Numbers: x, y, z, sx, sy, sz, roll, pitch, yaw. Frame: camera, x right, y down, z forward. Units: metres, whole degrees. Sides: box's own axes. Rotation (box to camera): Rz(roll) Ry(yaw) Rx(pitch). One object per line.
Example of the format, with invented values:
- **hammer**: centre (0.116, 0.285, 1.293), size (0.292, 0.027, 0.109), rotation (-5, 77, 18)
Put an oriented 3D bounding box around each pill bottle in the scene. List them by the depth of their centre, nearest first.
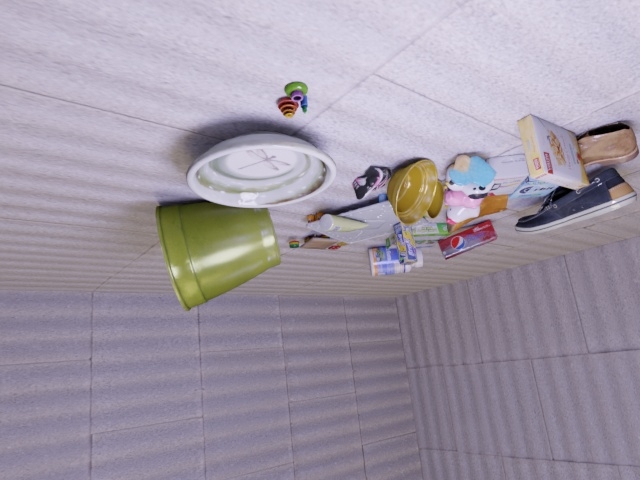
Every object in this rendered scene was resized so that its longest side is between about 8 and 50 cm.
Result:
- **pill bottle**: centre (0.394, 0.100, 2.423), size (0.271, 0.153, 0.152), rotation (-8, 164, 2)

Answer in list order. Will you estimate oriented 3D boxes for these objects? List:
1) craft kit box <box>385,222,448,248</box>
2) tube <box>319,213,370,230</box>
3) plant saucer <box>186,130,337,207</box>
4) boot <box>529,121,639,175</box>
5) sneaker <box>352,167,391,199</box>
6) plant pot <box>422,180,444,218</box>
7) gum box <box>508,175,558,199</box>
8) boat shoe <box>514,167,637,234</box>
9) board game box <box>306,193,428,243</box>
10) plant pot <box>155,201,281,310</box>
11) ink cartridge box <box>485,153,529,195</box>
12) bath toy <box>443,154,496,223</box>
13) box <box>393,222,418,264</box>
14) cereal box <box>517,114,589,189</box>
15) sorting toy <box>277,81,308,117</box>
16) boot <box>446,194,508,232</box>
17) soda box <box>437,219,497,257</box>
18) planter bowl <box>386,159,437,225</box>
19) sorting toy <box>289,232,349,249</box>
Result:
- **craft kit box**: centre (0.471, -0.019, 2.215), size (0.249, 0.061, 0.247), rotation (-3, 166, -13)
- **tube**: centre (0.089, -0.059, 1.748), size (0.070, 0.062, 0.240), rotation (36, -163, 34)
- **plant saucer**: centre (-0.158, -0.202, 1.246), size (0.399, 0.101, 0.400), rotation (-6, 163, -2)
- **boot**: centre (0.781, -0.279, 1.403), size (0.305, 0.112, 0.115), rotation (-12, 134, 34)
- **sneaker**: centre (0.172, -0.184, 1.501), size (0.077, 0.072, 0.178), rotation (-11, 173, -26)
- **plant pot**: centre (0.363, -0.149, 1.620), size (0.095, 0.134, 0.134), rotation (13, 179, 38)
- **gum box**: centre (0.800, -0.208, 1.698), size (0.156, 0.041, 0.184), rotation (-5, 164, -4)
- **boat shoe**: centre (0.955, -0.141, 1.786), size (0.186, 0.156, 0.500), rotation (-20, 174, -23)
- **board game box**: centre (0.199, -0.085, 1.886), size (0.389, 0.051, 0.390), rotation (-15, 162, 27)
- **plant pot**: centre (-0.330, 0.016, 1.575), size (0.352, 0.367, 0.366), rotation (-15, 166, -9)
- **ink cartridge box**: centre (0.603, -0.214, 1.544), size (0.127, 0.073, 0.175), rotation (-6, 165, 3)
- **bath toy**: centre (0.477, -0.156, 1.548), size (0.129, 0.151, 0.348), rotation (-41, 158, -6)
- **box**: centre (0.348, 0.013, 1.882), size (0.059, 0.169, 0.054), rotation (3, 161, -30)
- **cereal box**: centre (0.652, -0.242, 1.283), size (0.240, 0.173, 0.047), rotation (4, 161, -36)
- **sorting toy**: centre (-0.056, -0.306, 1.025), size (0.061, 0.042, 0.102), rotation (1, 162, -24)
- **boot**: centre (0.633, -0.112, 1.861), size (0.211, 0.104, 0.295), rotation (-6, 160, 2)
- **soda box**: centre (0.703, 0.000, 2.201), size (0.263, 0.092, 0.083), rotation (-24, 163, 13)
- **planter bowl**: centre (0.278, -0.165, 1.478), size (0.090, 0.217, 0.217), rotation (29, -170, 39)
- **sorting toy**: centre (0.000, 0.000, 2.111), size (0.274, 0.047, 0.132), rotation (3, 162, -29)
